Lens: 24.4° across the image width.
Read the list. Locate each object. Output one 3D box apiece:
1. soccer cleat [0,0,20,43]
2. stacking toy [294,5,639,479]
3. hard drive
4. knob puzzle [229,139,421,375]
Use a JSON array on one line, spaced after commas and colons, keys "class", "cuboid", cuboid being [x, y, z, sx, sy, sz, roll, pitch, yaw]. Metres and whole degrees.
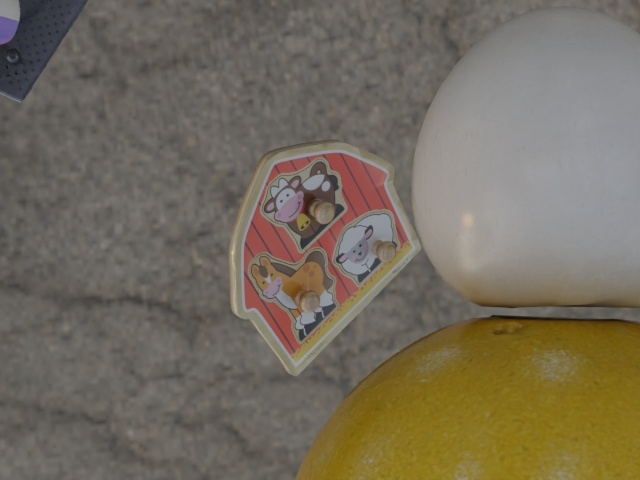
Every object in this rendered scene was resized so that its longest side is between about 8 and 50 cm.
[{"class": "soccer cleat", "cuboid": [-0.332, -0.131, 0.903, 0.318, 0.108, 0.116, -1, 178, 29]}, {"class": "stacking toy", "cuboid": [0.083, 0.150, 0.555, 0.351, 0.479, 0.350, 0, 179, 0]}, {"class": "hard drive", "cuboid": [-0.376, -0.275, 1.526, 0.255, 0.172, 0.054, 33, 178, -13]}, {"class": "knob puzzle", "cuboid": [0.000, 0.000, 1.260, 0.213, 0.030, 0.213, -17, 118, -34]}]
